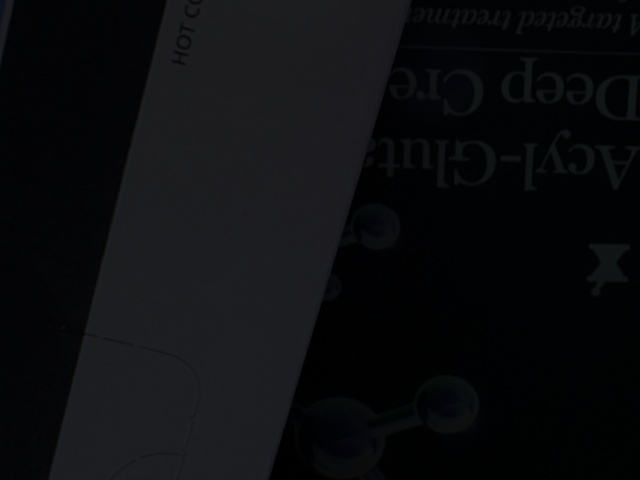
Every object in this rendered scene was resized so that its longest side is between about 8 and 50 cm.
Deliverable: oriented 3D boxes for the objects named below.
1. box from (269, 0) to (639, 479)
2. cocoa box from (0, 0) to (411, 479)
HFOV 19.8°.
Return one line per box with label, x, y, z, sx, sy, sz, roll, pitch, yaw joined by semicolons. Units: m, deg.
box;0.000;0.000;0.826;0.293;0.395;0.212;2;20;3
cocoa box;-0.120;0.011;0.601;0.228;0.347;0.231;15;21;-3
